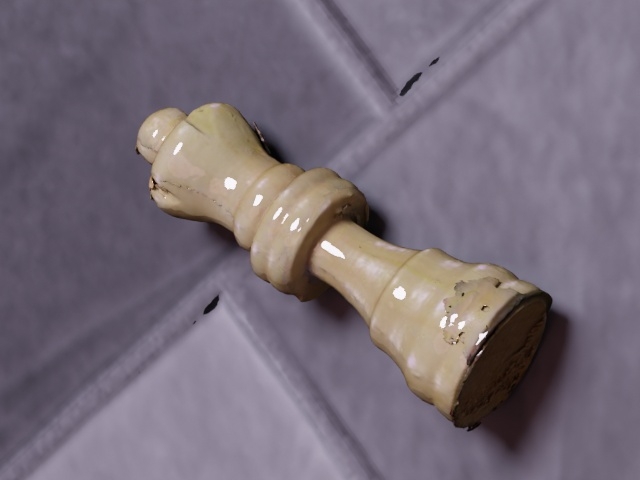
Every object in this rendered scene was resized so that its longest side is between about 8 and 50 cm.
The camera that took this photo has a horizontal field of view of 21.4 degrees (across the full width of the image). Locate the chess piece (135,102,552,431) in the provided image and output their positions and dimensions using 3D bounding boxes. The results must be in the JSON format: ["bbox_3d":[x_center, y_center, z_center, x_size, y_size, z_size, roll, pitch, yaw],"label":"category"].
[{"bbox_3d":[-0.001,0.000,0.624,0.172,0.060,0.060,33,109,25],"label":"chess piece"}]
